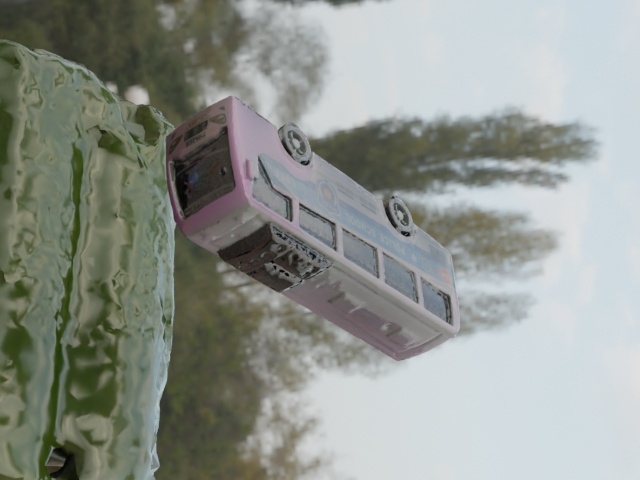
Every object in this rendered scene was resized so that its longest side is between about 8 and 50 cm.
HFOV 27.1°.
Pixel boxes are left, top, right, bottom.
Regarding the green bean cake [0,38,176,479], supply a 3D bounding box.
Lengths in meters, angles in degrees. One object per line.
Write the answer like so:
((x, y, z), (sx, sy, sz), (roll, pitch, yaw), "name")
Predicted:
((-0.260, 0.024, 0.614), (0.319, 0.335, 0.218), (-17, -119, 44), "green bean cake")

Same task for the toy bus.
((0.000, 0.000, 0.477), (0.130, 0.037, 0.052), (33, 41, -41), "toy bus")
